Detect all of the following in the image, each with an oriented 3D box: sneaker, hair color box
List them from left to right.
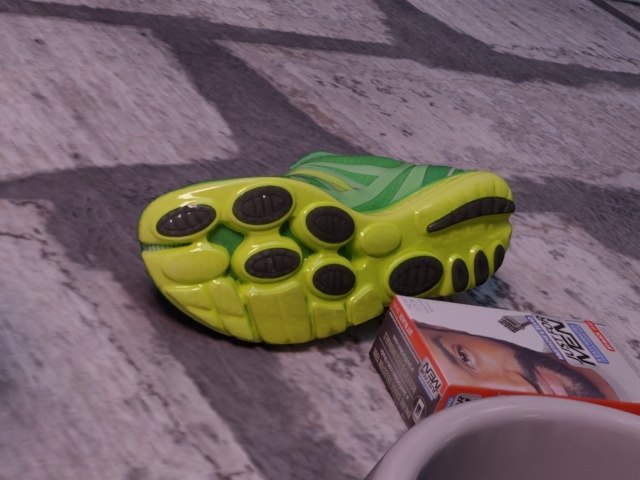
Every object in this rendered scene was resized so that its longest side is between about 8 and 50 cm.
[{"bbox_3d":[0.000,0.000,0.816,0.295,0.110,0.123,-4,13,-39],"label":"sneaker"},{"bbox_3d":[0.126,0.089,0.770,0.167,0.053,0.093,7,30,-25],"label":"hair color box"}]

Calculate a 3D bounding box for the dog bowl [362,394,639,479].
[{"bbox_3d":[0.146,0.200,0.520,0.348,0.102,0.349,17,27,-9],"label":"dog bowl"}]
